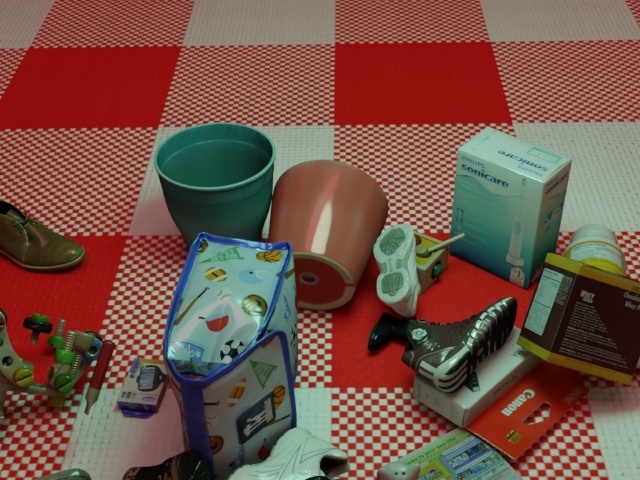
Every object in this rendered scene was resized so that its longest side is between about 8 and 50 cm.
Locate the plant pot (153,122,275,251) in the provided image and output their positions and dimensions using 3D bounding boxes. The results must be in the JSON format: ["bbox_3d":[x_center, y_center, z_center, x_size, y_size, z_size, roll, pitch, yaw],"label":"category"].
[{"bbox_3d":[-0.233,-0.093,2.194,0.271,0.255,0.271,-1,38,1],"label":"plant pot"}]

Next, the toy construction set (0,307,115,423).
[{"bbox_3d":[-0.536,0.271,1.812,0.309,0.257,0.237,11,82,40],"label":"toy construction set"}]

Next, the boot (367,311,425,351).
[{"bbox_3d":[0.162,0.197,1.982,0.099,0.045,0.121,14,37,20],"label":"boot"}]

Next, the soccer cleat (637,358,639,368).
[{"bbox_3d":[0.753,0.219,1.874,0.331,0.116,0.143,-6,41,-5],"label":"soccer cleat"}]

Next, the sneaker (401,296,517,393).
[{"bbox_3d":[0.258,0.170,1.851,0.162,0.106,0.281,23,39,32],"label":"sneaker"}]

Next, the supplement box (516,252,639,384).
[{"bbox_3d":[0.516,0.148,1.829,0.191,0.194,0.129,17,5,-16],"label":"supplement box"}]

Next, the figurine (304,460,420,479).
[{"bbox_3d":[0.063,0.440,1.544,0.215,0.209,0.092,-9,39,-10],"label":"figurine"}]

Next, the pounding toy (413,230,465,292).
[{"bbox_3d":[0.232,0.033,2.140,0.141,0.100,0.130,22,45,27],"label":"pounding toy"}]

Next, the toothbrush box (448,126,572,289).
[{"bbox_3d":[0.415,-0.072,2.111,0.216,0.295,0.126,26,46,32],"label":"toothbrush box"}]

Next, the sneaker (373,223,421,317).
[{"bbox_3d":[0.171,0.069,2.043,0.090,0.115,0.232,-11,46,23],"label":"sneaker"}]

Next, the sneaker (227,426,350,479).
[{"bbox_3d":[-0.063,0.421,1.612,0.129,0.111,0.297,7,30,35],"label":"sneaker"}]

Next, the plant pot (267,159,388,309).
[{"bbox_3d":[0.000,0.000,2.081,0.275,0.275,0.243,6,49,10],"label":"plant pot"}]

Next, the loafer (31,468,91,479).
[{"bbox_3d":[-0.508,0.468,1.624,0.251,0.094,0.087,-18,37,-20],"label":"loafer"}]

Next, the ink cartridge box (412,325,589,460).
[{"bbox_3d":[0.354,0.277,1.843,0.239,0.060,0.275,28,41,34],"label":"ink cartridge box"}]

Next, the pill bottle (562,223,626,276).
[{"bbox_3d":[0.587,0.077,2.043,0.136,0.136,0.246,7,39,10],"label":"pill bottle"}]

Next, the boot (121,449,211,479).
[{"bbox_3d":[-0.252,0.481,1.600,0.178,0.236,0.085,-20,-15,41],"label":"boot"}]

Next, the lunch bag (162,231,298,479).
[{"bbox_3d":[-0.159,0.230,1.730,0.239,0.328,0.385,4,37,9],"label":"lunch bag"}]

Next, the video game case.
[{"bbox_3d":[0.240,0.436,1.694,0.212,0.023,0.193,-22,43,-23],"label":"video game case"}]

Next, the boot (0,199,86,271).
[{"bbox_3d":[-0.692,-0.013,2.226,0.305,0.115,0.112,15,39,18],"label":"boot"}]

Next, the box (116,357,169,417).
[{"bbox_3d":[-0.350,0.293,1.894,0.081,0.028,0.136,4,37,7],"label":"box"}]
